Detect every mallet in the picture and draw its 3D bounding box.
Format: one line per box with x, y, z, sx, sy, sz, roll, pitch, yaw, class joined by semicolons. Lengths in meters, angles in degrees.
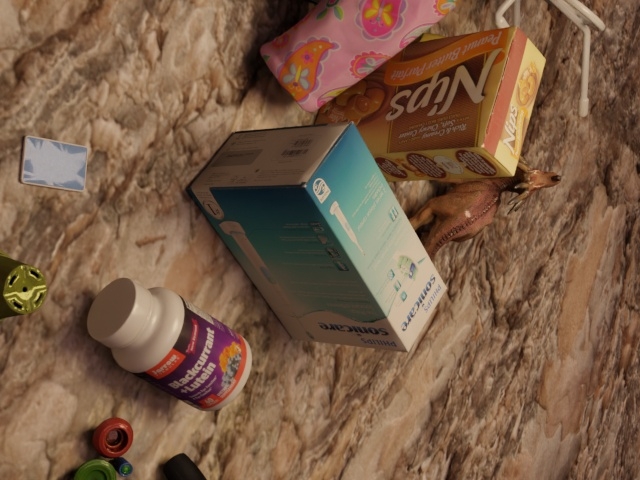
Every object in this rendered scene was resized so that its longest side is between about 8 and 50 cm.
-0.214;0.329;1.215;0.189;0.062;0.039;-34;152;-39;mallet

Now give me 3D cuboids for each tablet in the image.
-0.302;-0.087;1.151;0.083;0.006;0.054;8;85;-47;tablet

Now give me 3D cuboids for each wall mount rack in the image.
0.342;-0.365;1.686;0.304;0.350;0.130;29;106;-41;wall mount rack

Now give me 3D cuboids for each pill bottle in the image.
-0.181;0.122;1.211;0.193;0.108;0.108;38;63;-41;pill bottle

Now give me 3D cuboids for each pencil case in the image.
0.058;-0.295;1.351;0.124;0.284;0.124;47;18;-20;pencil case

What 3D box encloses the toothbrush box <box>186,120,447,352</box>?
0.000;0.000;1.330;0.126;0.216;0.295;-54;126;-32;toothbrush box

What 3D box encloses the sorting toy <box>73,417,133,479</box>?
-0.254;0.257;1.191;0.061;0.042;0.102;32;79;-27;sorting toy

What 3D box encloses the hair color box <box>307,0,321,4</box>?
0.012;-0.428;1.419;0.347;0.105;0.174;7;86;-48;hair color box

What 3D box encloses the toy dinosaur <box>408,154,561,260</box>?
0.244;-0.055;1.607;0.296;0.200;0.127;-50;125;-34;toy dinosaur

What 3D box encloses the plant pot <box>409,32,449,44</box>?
0.177;-0.273;1.599;0.095;0.134;0.134;37;61;-13;plant pot

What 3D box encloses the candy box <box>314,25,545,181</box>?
0.137;-0.180;1.403;0.087;0.316;0.183;34;66;-42;candy box

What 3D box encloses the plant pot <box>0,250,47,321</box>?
-0.331;0.051;1.067;0.083;0.079;0.083;-2;93;-47;plant pot
